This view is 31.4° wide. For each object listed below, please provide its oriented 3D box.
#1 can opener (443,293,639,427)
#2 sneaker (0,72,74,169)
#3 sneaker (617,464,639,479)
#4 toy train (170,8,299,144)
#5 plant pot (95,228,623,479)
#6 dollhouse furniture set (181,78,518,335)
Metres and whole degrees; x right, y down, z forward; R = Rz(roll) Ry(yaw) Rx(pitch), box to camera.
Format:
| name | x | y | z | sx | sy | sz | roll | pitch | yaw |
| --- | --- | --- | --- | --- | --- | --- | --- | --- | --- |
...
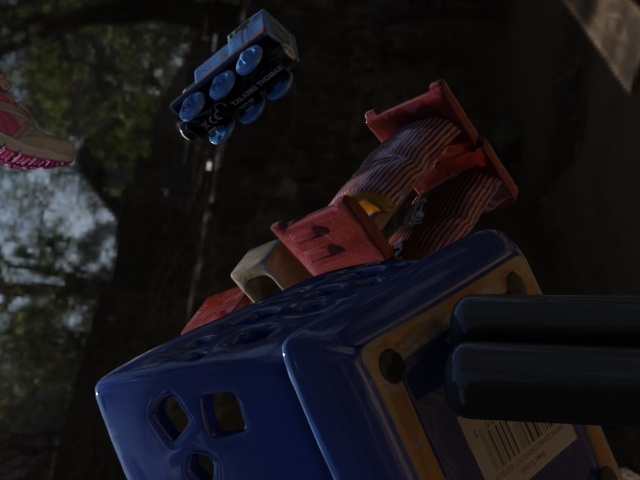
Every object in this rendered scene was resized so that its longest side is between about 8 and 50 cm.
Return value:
| name | x | y | z | sx | sy | sz | roll | pitch | yaw |
| --- | --- | --- | --- | --- | --- | --- | --- | --- | --- |
| can opener | 0.201 | 0.048 | 0.566 | 0.074 | 0.280 | 0.093 | -73 | -24 | -50 |
| sneaker | -0.436 | -0.173 | 1.512 | 0.103 | 0.252 | 0.111 | -6 | 64 | 54 |
| sneaker | 0.191 | 0.246 | 1.045 | 0.084 | 0.215 | 0.083 | 15 | -116 | -62 |
| toy train | -0.106 | -0.198 | 1.415 | 0.184 | 0.080 | 0.105 | -35 | 39 | 24 |
| plant pot | 0.040 | 0.132 | 0.713 | 0.212 | 0.236 | 0.236 | -23 | 91 | 45 |
| dollhouse furniture set | 0.000 | 0.000 | 1.206 | 0.374 | 0.152 | 0.201 | -20 | 25 | 48 |
